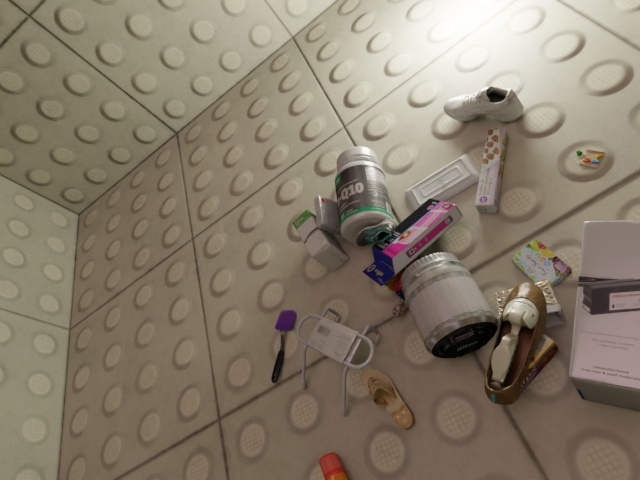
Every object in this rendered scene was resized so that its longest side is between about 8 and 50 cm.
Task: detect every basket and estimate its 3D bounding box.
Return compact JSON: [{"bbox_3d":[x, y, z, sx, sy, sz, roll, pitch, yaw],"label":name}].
[{"bbox_3d":[0.599,0.195,1.287,0.167,0.113,0.103,-20,52,24],"label":"basket"}]

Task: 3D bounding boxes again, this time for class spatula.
[{"bbox_3d":[-0.153,0.410,1.751,0.084,0.030,0.296,-8,60,29],"label":"spatula"}]

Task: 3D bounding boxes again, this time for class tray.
[{"bbox_3d":[0.458,-0.216,1.687,0.271,0.030,0.145,-32,51,17],"label":"tray"}]

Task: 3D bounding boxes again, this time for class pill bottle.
[{"bbox_3d":[0.164,-0.183,1.758,0.204,0.204,0.360,-22,53,24],"label":"pill bottle"}]

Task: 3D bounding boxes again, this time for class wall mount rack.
[{"bbox_3d":[0.046,0.407,1.546,0.350,0.130,0.304,16,71,45],"label":"wall mount rack"}]

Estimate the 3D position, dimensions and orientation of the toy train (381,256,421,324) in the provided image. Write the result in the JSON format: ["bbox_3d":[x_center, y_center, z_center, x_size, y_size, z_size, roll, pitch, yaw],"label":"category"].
[{"bbox_3d":[0.261,0.161,1.563,0.143,0.105,0.247,26,81,52],"label":"toy train"}]

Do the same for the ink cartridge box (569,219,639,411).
[{"bbox_3d":[0.728,0.184,1.084,0.167,0.285,0.394,2,65,37],"label":"ink cartridge box"}]

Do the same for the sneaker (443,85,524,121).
[{"bbox_3d":[0.604,-0.533,1.688,0.305,0.152,0.114,13,75,41],"label":"sneaker"}]

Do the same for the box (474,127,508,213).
[{"bbox_3d":[0.608,-0.249,1.576,0.063,0.067,0.323,1,64,36],"label":"box"}]

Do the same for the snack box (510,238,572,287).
[{"bbox_3d":[0.670,0.075,1.357,0.100,0.037,0.141,-42,48,9],"label":"snack box"}]

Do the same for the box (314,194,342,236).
[{"bbox_3d":[0.064,-0.090,1.787,0.038,0.186,0.145,-39,45,38],"label":"box"}]

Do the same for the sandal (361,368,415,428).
[{"bbox_3d":[0.201,0.491,1.418,0.088,0.079,0.240,-48,47,3],"label":"sandal"}]

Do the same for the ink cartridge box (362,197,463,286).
[{"bbox_3d":[0.305,-0.002,1.562,0.371,0.069,0.176,-42,21,-4],"label":"ink cartridge box"}]

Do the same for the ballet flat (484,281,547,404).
[{"bbox_3d":[0.501,0.255,1.160,0.116,0.124,0.342,16,76,39],"label":"ballet flat"}]

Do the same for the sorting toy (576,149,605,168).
[{"bbox_3d":[0.863,-0.267,1.439,0.083,0.012,0.062,24,80,41],"label":"sorting toy"}]

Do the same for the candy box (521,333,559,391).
[{"bbox_3d":[0.567,0.343,1.225,0.186,0.109,0.053,-49,48,1],"label":"candy box"}]

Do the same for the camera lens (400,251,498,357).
[{"bbox_3d":[0.386,0.202,1.360,0.220,0.219,0.274,-32,50,16],"label":"camera lens"}]

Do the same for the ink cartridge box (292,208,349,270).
[{"bbox_3d":[0.000,0.000,1.796,0.093,0.160,0.219,-41,47,12],"label":"ink cartridge box"}]

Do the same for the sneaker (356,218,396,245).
[{"bbox_3d":[0.195,-0.017,1.605,0.167,0.065,0.076,-30,25,30],"label":"sneaker"}]

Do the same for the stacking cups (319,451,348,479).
[{"bbox_3d":[0.084,0.789,1.320,0.096,0.096,0.316,-38,47,12],"label":"stacking cups"}]
